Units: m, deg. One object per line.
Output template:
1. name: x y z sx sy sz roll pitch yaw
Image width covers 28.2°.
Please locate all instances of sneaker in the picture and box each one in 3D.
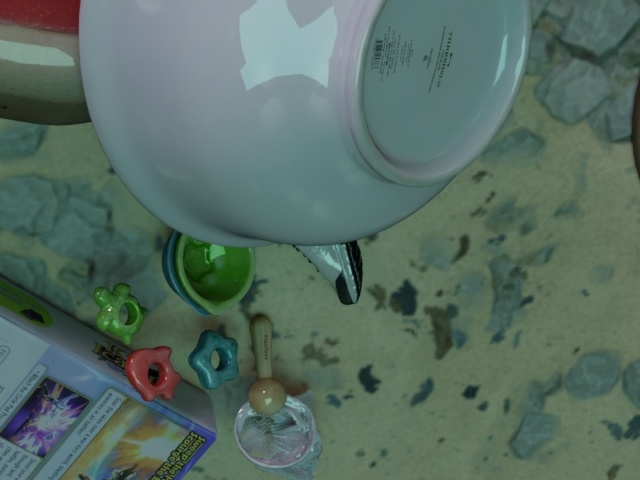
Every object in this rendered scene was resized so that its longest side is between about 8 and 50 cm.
1. sneaker: 0.000 0.000 0.904 0.044 0.040 0.109 -15 116 14

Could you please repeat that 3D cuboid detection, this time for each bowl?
1. bowl: 0.025 -0.117 0.716 0.298 0.134 0.298 -22 124 -38

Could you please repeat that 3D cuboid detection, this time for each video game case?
1. video game case: -0.252 0.165 0.913 0.244 0.061 0.269 34 105 -25

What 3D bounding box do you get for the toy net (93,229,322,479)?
1. toy net: -0.059 0.096 0.895 0.122 0.045 0.232 -49 119 -36

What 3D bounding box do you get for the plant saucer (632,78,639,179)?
1. plant saucer: 0.364 -0.099 0.929 0.278 0.041 0.278 -5 118 -10

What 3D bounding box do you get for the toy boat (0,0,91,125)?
1. toy boat: -0.191 -0.153 0.739 0.231 0.151 0.151 8 85 -16
